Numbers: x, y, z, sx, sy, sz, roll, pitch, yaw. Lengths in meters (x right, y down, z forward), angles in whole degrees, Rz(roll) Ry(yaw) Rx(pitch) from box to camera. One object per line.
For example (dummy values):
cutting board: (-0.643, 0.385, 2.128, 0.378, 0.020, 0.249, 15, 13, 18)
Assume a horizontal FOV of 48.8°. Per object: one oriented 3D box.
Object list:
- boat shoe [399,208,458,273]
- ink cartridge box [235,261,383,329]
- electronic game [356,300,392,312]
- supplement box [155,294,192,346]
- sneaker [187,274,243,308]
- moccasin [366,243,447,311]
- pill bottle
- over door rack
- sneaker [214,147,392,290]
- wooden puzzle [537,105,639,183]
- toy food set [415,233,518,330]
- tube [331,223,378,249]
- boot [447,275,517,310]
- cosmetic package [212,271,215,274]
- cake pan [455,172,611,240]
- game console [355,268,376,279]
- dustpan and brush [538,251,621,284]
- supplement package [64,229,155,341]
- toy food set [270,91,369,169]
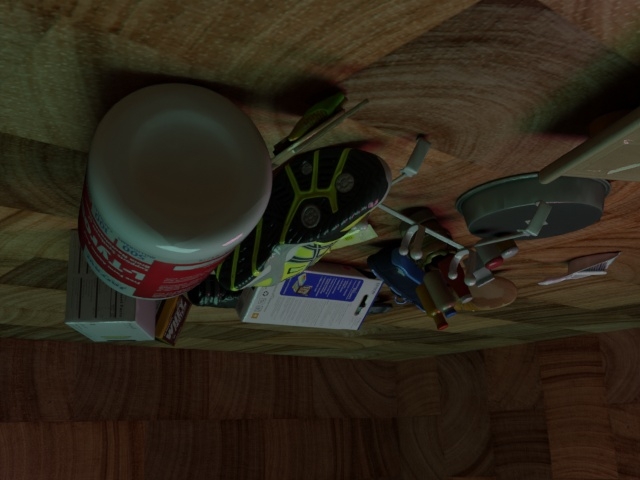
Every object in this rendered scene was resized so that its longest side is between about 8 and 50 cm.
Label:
boat shoe: (0.243, 0.032, 1.531, 0.111, 0.104, 0.307, -32, 158, 12)
ink cartridge box: (-0.023, 0.140, 1.832, 0.371, 0.069, 0.176, 10, 117, -32)
electronic game: (0.125, 0.221, 2.341, 0.229, 0.048, 0.229, -1, 172, 0)
supplement box: (-0.467, 0.179, 1.860, 0.194, 0.129, 0.191, 18, 165, 5)
sneaker: (-0.235, 0.136, 1.883, 0.296, 0.104, 0.147, -9, 169, 37)
moccasin: (0.225, 0.085, 1.781, 0.117, 0.138, 0.342, -6, 150, 29)
pill bottle: (-0.232, -0.041, 1.031, 0.229, 0.229, 0.408, 4, 163, -20)
over door rack: (0.196, -0.026, 1.213, 0.239, 0.108, 0.324, 26, 160, -6)
sneaker: (-0.023, -0.036, 1.207, 0.385, 0.145, 0.147, -31, 159, 36)
wooden puzzle: (0.530, -0.164, 0.990, 0.348, 0.080, 0.322, -2, 165, -17)
toy food set: (0.302, 0.084, 1.430, 0.232, 0.104, 0.111, -31, 155, 17)
tube: (0.000, 0.000, 1.531, 0.240, 0.062, 0.070, -11, -157, 12)
boot: (0.488, 0.161, 2.115, 0.295, 0.104, 0.211, -9, 169, 40)
cosmetic package: (-0.210, -0.003, 1.387, 0.309, 0.113, 0.160, 6, 162, -24)
cake pan: (0.414, -0.059, 1.377, 0.293, 0.054, 0.293, -2, 164, -1)
game console: (0.076, 0.099, 1.973, 0.122, 0.071, 0.107, 13, 128, -45)
dustpan and brush: (0.693, 0.084, 1.904, 0.211, 0.060, 0.147, -5, 164, 10)
supplement package: (-0.458, 0.108, 1.577, 0.145, 0.204, 0.262, -1, 164, -4)
toy food set: (-0.020, -0.148, 0.938, 0.132, 0.038, 0.192, -37, -173, -16)
